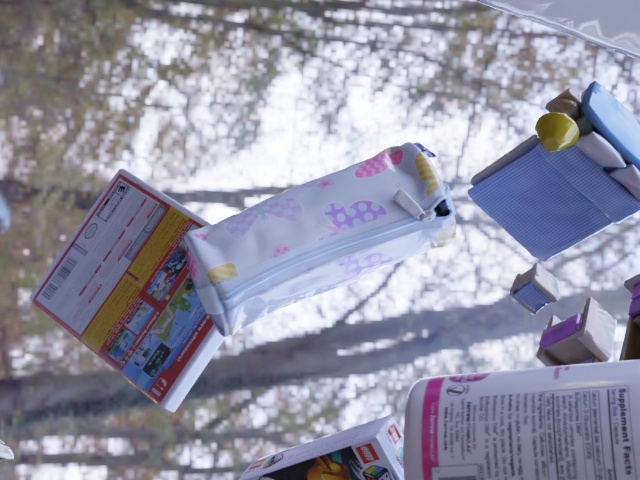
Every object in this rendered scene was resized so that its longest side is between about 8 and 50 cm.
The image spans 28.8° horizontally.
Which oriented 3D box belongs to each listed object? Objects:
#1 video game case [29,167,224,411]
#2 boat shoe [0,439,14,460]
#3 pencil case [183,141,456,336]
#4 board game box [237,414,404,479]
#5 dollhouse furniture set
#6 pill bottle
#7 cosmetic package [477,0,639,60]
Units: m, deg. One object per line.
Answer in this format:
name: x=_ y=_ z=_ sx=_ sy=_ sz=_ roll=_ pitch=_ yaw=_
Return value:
video game case: x=-0.209 y=0.050 z=1.484 sx=0.285 sy=0.025 sz=0.204 roll=31 pitch=-96 yaw=39
boat shoe: x=-0.537 y=0.315 z=1.947 sx=0.056 sy=0.153 sz=0.048 roll=-15 pitch=-115 yaw=29
pencil case: x=0.000 y=0.000 z=1.247 sx=0.124 sy=0.273 sz=0.113 roll=-127 pitch=-162 yaw=-57
board game box: x=0.064 y=0.351 z=1.343 sx=0.193 sy=0.053 sz=0.305 roll=-24 pitch=-81 yaw=32
dollhouse furniture set: x=0.252 y=0.036 z=1.317 sx=0.286 sy=0.303 sz=0.198 roll=-34 pitch=-159 yaw=44
pill bottle: x=0.222 y=0.183 z=1.037 sx=0.160 sy=0.283 sz=0.160 roll=-6 pitch=90 yaw=-75
cosmetic package: x=0.241 y=-0.220 z=0.944 sx=0.129 sy=0.296 sz=0.153 roll=-63 pitch=-150 yaw=25
